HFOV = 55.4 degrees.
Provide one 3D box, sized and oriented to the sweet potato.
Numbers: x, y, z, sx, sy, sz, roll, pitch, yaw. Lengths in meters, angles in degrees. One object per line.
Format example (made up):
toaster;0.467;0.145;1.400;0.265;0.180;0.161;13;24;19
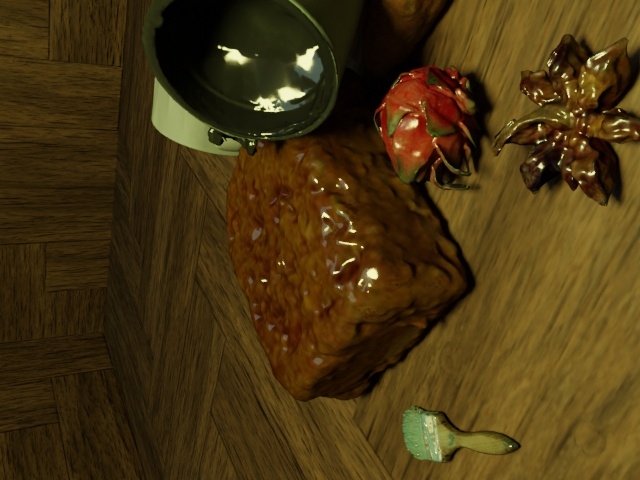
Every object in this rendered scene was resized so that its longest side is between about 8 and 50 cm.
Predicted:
sweet potato;0.106;-0.295;0.735;0.251;0.097;0.097;114;141;-49

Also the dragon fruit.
dragon fruit;0.125;-0.130;0.702;0.121;0.130;0.142;5;97;27

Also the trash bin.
trash bin;-0.058;-0.285;0.725;0.277;0.217;0.262;115;172;-54

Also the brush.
brush;0.167;0.243;0.750;0.196;0.021;0.070;-20;75;57

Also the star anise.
star anise;0.234;-0.110;0.563;0.168;0.057;0.167;3;94;51

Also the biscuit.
biscuit;0.000;0.000;0.873;0.395;0.166;0.342;66;146;30

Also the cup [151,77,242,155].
cup;-0.145;-0.316;1.000;0.322;0.237;0.326;-112;32;-53
